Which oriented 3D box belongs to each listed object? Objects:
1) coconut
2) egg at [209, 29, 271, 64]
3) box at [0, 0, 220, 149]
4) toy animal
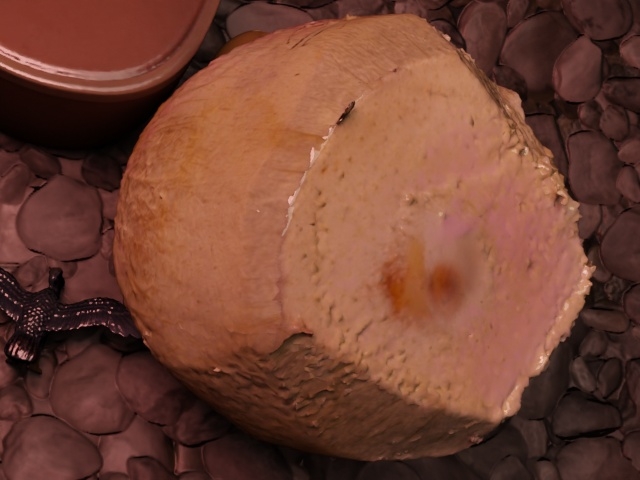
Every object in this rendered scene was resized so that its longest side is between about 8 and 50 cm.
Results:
[{"bbox_3d":[0.000,0.000,1.207,0.405,0.404,0.404,4,71,-13],"label":"coconut"},{"bbox_3d":[-0.075,-0.171,1.374,0.080,0.080,0.096,46,63,3],"label":"egg"},{"bbox_3d":[-0.241,-0.238,1.280,0.301,0.216,0.300,4,73,-14],"label":"box"},{"bbox_3d":[-0.263,0.071,1.254,0.220,0.062,0.108,18,68,4],"label":"toy animal"}]
